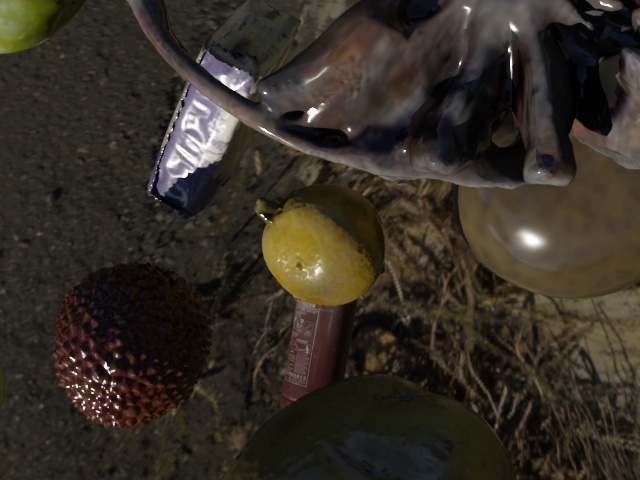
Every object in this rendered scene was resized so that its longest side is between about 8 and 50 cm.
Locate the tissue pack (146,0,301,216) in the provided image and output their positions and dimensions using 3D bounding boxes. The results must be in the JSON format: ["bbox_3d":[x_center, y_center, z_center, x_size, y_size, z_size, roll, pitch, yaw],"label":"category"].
[{"bbox_3d":[-0.171,-0.236,1.710,0.125,0.242,0.343,29,130,0],"label":"tissue pack"}]

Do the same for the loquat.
[{"bbox_3d":[0.000,0.000,1.303,0.205,0.149,0.172,32,144,-12],"label":"loquat"}]

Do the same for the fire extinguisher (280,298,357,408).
[{"bbox_3d":[0.008,0.132,1.489,0.105,0.105,0.268,11,94,7],"label":"fire extinguisher"}]

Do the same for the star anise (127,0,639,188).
[{"bbox_3d":[0.100,-0.135,0.580,0.316,0.139,0.359,-41,66,-14],"label":"star anise"}]

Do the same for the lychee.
[{"bbox_3d":[-0.314,0.173,1.633,0.276,0.304,0.275,2,104,7],"label":"lychee"}]

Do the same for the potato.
[{"bbox_3d":[0.010,0.198,0.608,0.159,0.174,0.251,46,74,-30],"label":"potato"}]

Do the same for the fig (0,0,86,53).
[{"bbox_3d":[-0.359,-0.367,1.051,0.233,0.233,0.314,-20,113,13],"label":"fig"}]

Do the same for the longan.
[{"bbox_3d":[0.413,-0.077,1.578,0.405,0.404,0.336,4,60,9],"label":"longan"}]

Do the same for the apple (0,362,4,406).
[{"bbox_3d":[-0.412,0.158,1.093,0.099,0.114,0.101,-2,84,5],"label":"apple"}]
